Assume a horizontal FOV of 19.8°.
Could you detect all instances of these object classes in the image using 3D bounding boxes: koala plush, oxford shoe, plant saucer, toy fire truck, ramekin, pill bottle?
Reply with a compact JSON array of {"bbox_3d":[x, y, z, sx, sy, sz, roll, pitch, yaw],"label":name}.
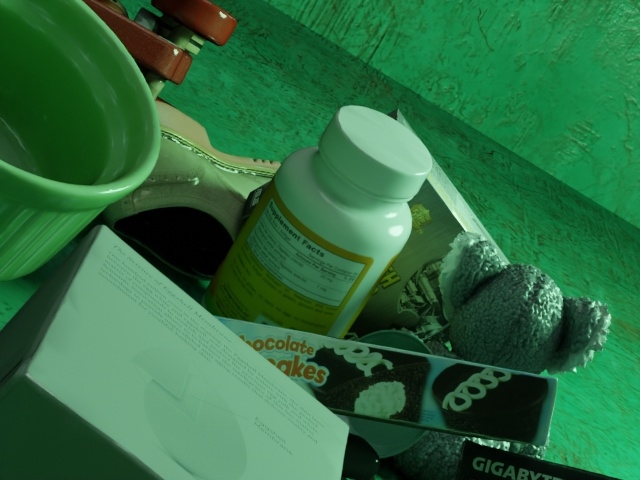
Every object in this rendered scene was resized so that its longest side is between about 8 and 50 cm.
[{"bbox_3d":[0.158,0.117,1.727,0.196,0.221,0.203,33,15,5],"label":"koala plush"},{"bbox_3d":[-0.096,-0.007,1.889,0.397,0.140,0.146,23,45,-42],"label":"oxford shoe"},{"bbox_3d":[0.060,0.141,1.664,0.119,0.119,0.021,42,6,34],"label":"plant saucer"},{"bbox_3d":[-0.249,-0.254,2.160,0.254,0.169,0.302,31,3,-8],"label":"toy fire truck"},{"bbox_3d":[-0.299,-0.109,1.547,0.303,0.148,0.303,31,32,-22],"label":"ramekin"},{"bbox_3d":[0.000,0.000,1.702,0.136,0.246,0.136,25,29,-14],"label":"pill bottle"}]

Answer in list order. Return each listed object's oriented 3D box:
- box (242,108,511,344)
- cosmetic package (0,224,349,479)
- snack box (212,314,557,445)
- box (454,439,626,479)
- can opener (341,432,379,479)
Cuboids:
[{"bbox_3d":[0.063,0.009,1.814,0.231,0.183,0.056,53,24,-22],"label":"box"},{"bbox_3d":[-0.113,0.142,1.143,0.224,0.138,0.225,40,22,-11],"label":"cosmetic package"},{"bbox_3d":[0.012,0.108,1.467,0.322,0.060,0.187,10,-6,-4],"label":"snack box"},{"bbox_3d":[0.280,0.246,1.537,0.293,0.073,0.295,15,-7,20],"label":"box"},{"bbox_3d":[-0.073,0.152,1.432,0.280,0.074,0.093,21,18,-38],"label":"can opener"}]
